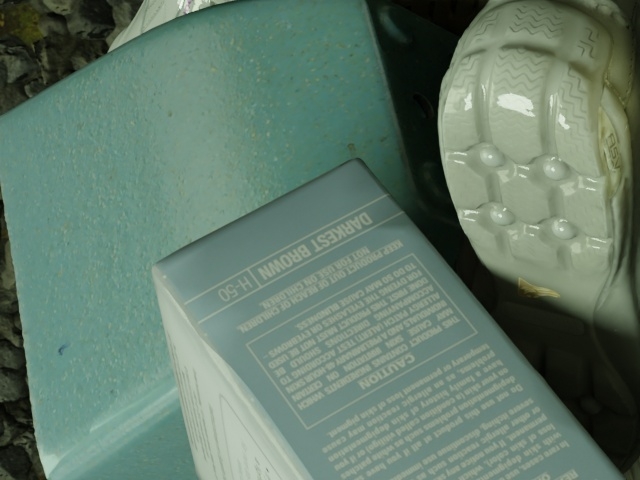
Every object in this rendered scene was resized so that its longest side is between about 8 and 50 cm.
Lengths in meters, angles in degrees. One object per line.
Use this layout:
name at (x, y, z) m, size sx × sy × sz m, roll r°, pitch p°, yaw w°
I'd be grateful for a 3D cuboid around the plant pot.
plant pot at (0.000, 0.000, 1.105) m, size 0.247 × 0.252 × 0.247 m, roll 21°, pitch -134°, yaw -44°

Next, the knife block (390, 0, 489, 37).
knife block at (0.046, -0.243, 1.136) m, size 0.275 × 0.088 × 0.242 m, roll 91°, pitch 168°, yaw -70°

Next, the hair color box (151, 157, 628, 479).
hair color box at (0.074, 0.163, 0.816) m, size 0.374 × 0.114 × 0.185 m, roll 52°, pitch 162°, yaw 31°

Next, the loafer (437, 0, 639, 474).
loafer at (0.115, 0.002, 0.870) m, size 0.319 × 0.112 × 0.111 m, roll 84°, pitch -151°, yaw -53°

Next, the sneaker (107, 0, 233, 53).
sneaker at (-0.088, -0.172, 1.492) m, size 0.152 × 0.114 × 0.305 m, roll 178°, pitch 107°, yaw -70°
